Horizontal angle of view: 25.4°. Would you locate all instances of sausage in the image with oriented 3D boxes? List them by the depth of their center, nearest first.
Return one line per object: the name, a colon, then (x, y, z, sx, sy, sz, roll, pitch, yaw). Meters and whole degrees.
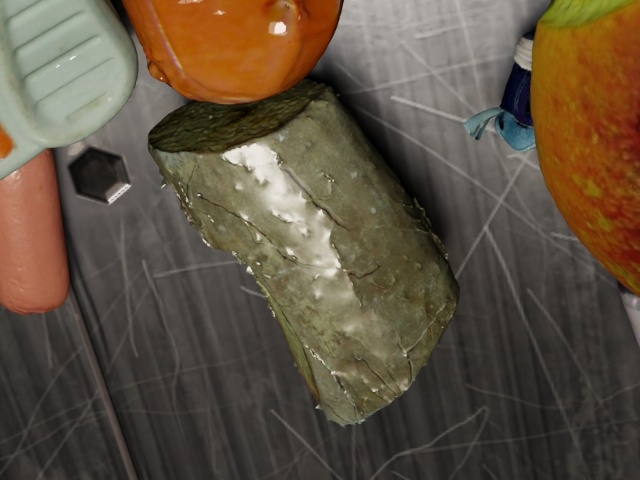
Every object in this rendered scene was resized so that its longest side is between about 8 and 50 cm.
sausage: (-0.067, -0.219, 0.904, 0.153, 0.141, 0.268, -8, 117, 8)
sausage: (-0.226, -0.017, 1.070, 0.062, 0.062, 0.154, 0, 120, 4)

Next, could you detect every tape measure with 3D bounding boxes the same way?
tape measure: (-0.244, -0.145, 0.884, 0.246, 0.125, 0.243, -30, 144, -3)

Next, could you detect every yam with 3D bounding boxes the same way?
yam: (0.000, 0.000, 1.022, 0.154, 0.154, 0.254, -25, 110, 16)

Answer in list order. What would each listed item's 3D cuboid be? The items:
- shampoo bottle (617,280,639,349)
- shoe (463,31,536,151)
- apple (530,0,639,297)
shampoo bottle: (0.273, 0.070, 1.080, 0.072, 0.072, 0.214, -18, 118, 13)
shoe: (0.206, -0.060, 0.994, 0.207, 0.091, 0.106, 30, 101, -7)
apple: (0.295, -0.139, 0.815, 0.384, 0.374, 0.374, -24, 115, 10)
